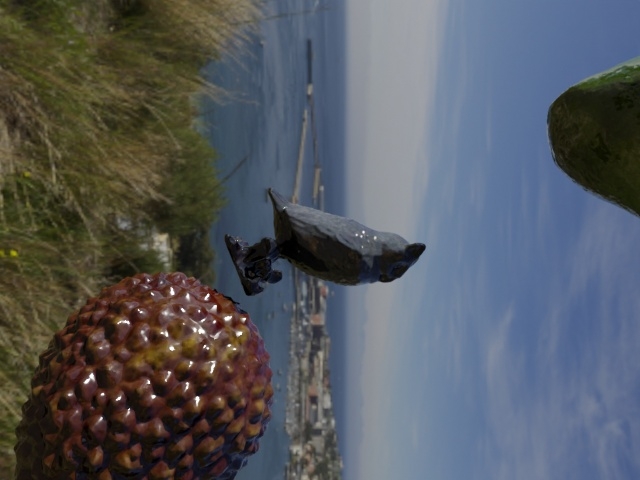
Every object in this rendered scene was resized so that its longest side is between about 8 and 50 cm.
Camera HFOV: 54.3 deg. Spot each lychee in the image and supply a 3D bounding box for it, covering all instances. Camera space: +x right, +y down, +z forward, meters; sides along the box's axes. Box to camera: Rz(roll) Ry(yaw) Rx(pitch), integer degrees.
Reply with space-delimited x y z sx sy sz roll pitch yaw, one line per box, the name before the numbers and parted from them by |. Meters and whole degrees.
lychee | -0.165 0.157 0.600 0.271 0.236 0.236 -47 144 -48

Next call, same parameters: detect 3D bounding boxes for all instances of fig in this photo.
fig | 0.372 -0.081 0.688 0.203 0.203 0.235 81 -4 -73

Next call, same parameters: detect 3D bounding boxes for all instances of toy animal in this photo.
toy animal | 0.003 -0.003 0.677 0.121 0.210 0.117 116 -34 -77
